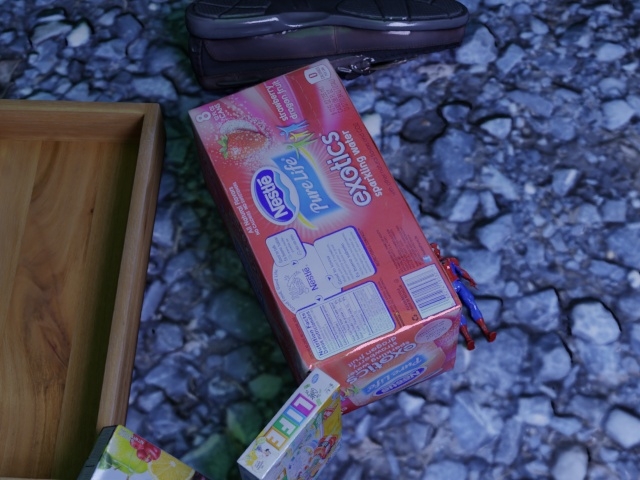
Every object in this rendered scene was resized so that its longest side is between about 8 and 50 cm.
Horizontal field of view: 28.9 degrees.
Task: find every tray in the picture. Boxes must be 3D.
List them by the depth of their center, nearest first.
[{"bbox_3d":[-0.276,0.053,1.197,0.202,0.076,0.411,2,62,3],"label":"tray"}]

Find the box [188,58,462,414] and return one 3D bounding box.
[{"bbox_3d":[0.000,0.000,1.174,0.154,0.142,0.300,-22,62,-10],"label":"box"}]

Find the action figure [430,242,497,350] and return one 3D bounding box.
[{"bbox_3d":[0.133,0.050,1.208,0.038,0.030,0.115,-24,61,-5],"label":"action figure"}]

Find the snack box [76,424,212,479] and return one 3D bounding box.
[{"bbox_3d":[-0.146,0.236,1.065,0.141,0.037,0.100,36,63,-24],"label":"snack box"}]

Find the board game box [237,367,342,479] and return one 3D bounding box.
[{"bbox_3d":[-0.023,0.183,1.067,0.026,0.154,0.103,34,68,18],"label":"board game box"}]

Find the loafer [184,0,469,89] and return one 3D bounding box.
[{"bbox_3d":[0.007,-0.214,1.338,0.302,0.095,0.109,-1,31,-3],"label":"loafer"}]
